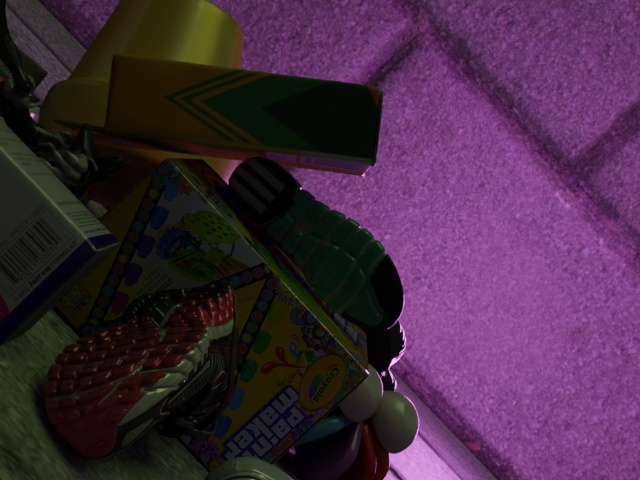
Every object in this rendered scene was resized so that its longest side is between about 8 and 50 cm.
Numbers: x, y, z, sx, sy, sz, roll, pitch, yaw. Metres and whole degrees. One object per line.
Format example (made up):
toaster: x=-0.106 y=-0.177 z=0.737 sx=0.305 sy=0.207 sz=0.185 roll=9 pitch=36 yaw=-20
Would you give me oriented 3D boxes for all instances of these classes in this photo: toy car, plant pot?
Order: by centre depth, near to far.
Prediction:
toy car: x=0.016 y=0.230 z=1.623 sx=0.182 sy=0.159 sz=0.136 roll=45 pitch=40 yaw=-39
plant pot: x=-0.208 y=-0.177 z=1.742 sx=0.254 sy=0.239 sz=0.254 roll=16 pitch=-17 yaw=5

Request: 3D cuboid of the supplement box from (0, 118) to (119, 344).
supplement box: x=-0.280 y=-0.038 z=1.094 sx=0.220 sy=0.111 sz=0.114 roll=47 pitch=3 yaw=-2

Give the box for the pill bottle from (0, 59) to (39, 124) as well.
pill bottle: x=-0.347 y=-0.131 z=1.396 sx=0.180 sy=0.108 sz=0.108 roll=47 pitch=3 yaw=9

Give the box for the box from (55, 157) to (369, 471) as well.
box: x=-0.107 y=0.074 z=1.421 sx=0.279 sy=0.177 sz=0.290 roll=47 pitch=3 yaw=-2

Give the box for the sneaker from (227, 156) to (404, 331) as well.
sneaker: x=0.000 y=0.000 z=1.427 sx=0.223 sy=0.083 sz=0.098 roll=47 pitch=-1 yaw=-1

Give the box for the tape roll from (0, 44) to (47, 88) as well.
tape roll: x=-0.443 y=-0.252 z=1.714 sx=0.219 sy=0.072 sz=0.219 roll=41 pitch=-3 yaw=2

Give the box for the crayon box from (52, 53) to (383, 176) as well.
crayon box: x=-0.101 y=-0.129 z=1.446 sx=0.319 sy=0.081 sz=0.202 roll=7 pitch=-1 yaw=-2

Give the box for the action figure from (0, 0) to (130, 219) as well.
action figure: x=-0.278 y=-0.088 z=1.236 sx=0.141 sy=0.164 sz=0.275 roll=-85 pitch=157 yaw=-53

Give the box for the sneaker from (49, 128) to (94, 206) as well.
sneaker: x=-0.298 y=-0.091 z=1.486 sx=0.208 sy=0.094 sz=0.081 roll=57 pitch=12 yaw=31

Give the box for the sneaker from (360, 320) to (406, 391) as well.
sneaker: x=0.019 y=0.147 z=1.709 sx=0.125 sy=0.140 sz=0.341 roll=46 pitch=-18 yaw=27

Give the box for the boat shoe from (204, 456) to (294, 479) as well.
boat shoe: x=0.017 y=0.295 z=1.148 sx=0.302 sy=0.109 sz=0.094 roll=36 pitch=22 yaw=-20

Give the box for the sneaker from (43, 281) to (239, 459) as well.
sneaker: x=-0.123 y=0.116 z=1.128 sx=0.299 sy=0.121 sz=0.112 roll=-38 pitch=119 yaw=-72
